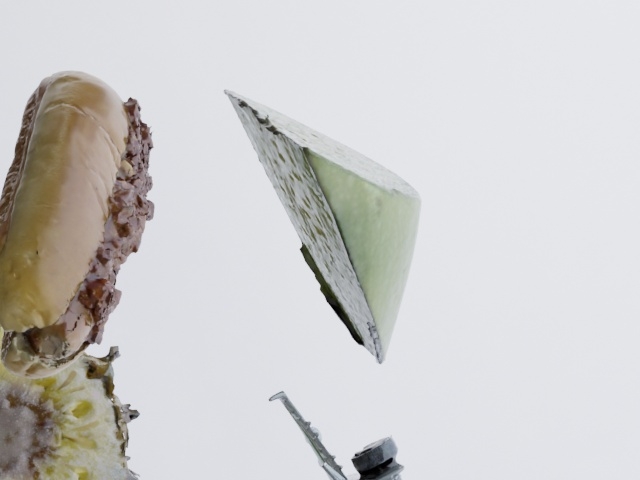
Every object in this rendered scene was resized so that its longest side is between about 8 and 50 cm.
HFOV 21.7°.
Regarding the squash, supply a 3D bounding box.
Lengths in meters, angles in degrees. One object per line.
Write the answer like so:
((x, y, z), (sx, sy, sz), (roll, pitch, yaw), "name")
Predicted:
((0.000, 0.000, 1.325), (0.155, 0.204, 0.237), (-62, -157, 9), "squash")

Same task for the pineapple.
((-0.375, 0.238, 1.773), (0.300, 0.352, 0.352), (-36, -116, 59), "pineapple")

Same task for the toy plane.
((0.038, 0.232, 1.439), (0.251, 0.101, 0.255), (62, -1, 3), "toy plane")

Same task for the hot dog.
((-0.136, -0.019, 0.949), (0.249, 0.076, 0.102), (-88, 169, -57), "hot dog")
